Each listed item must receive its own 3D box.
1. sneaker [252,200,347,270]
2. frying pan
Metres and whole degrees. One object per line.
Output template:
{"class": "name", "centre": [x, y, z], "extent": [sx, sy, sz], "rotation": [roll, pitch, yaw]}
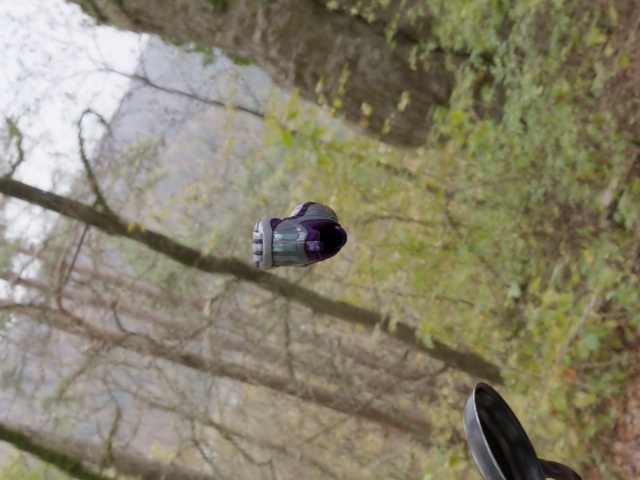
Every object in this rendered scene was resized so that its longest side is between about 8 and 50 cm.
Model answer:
{"class": "sneaker", "centre": [0.000, 0.000, 1.242], "extent": [0.224, 0.098, 0.083], "rotation": [-28, -63, -66]}
{"class": "frying pan", "centre": [0.278, 0.291, 1.395], "extent": [0.053, 0.197, 0.326], "rotation": [-31, -15, 19]}
